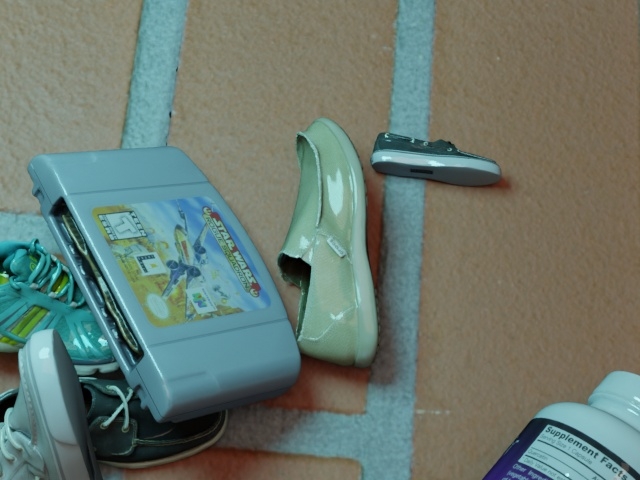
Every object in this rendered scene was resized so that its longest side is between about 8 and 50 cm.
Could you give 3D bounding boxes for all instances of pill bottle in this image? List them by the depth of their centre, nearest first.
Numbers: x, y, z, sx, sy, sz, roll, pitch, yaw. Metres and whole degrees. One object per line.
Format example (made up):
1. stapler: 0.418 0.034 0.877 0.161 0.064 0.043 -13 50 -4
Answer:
1. pill bottle: 0.221 0.279 1.234 0.181 0.181 0.323 40 71 10

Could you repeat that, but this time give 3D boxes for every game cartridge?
1. game cartridge: -0.145 0.031 1.309 0.198 0.062 0.297 -11 62 -42

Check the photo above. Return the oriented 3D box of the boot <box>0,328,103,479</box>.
1. boot: -0.271 0.194 1.201 0.123 0.258 0.095 -8 36 -4

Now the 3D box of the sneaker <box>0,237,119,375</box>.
1. sneaker: -0.272 0.057 1.297 0.275 0.110 0.107 9 46 -11

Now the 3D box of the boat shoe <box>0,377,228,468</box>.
1. boat shoe: -0.206 0.174 1.296 0.233 0.079 0.084 1 68 -6

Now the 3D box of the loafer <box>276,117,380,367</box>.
1. loafer: 0.000 0.000 1.361 0.092 0.102 0.269 -5 71 -12

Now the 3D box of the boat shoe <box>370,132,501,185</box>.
1. boat shoe: 0.125 -0.090 1.433 0.142 0.049 0.040 8 69 1
